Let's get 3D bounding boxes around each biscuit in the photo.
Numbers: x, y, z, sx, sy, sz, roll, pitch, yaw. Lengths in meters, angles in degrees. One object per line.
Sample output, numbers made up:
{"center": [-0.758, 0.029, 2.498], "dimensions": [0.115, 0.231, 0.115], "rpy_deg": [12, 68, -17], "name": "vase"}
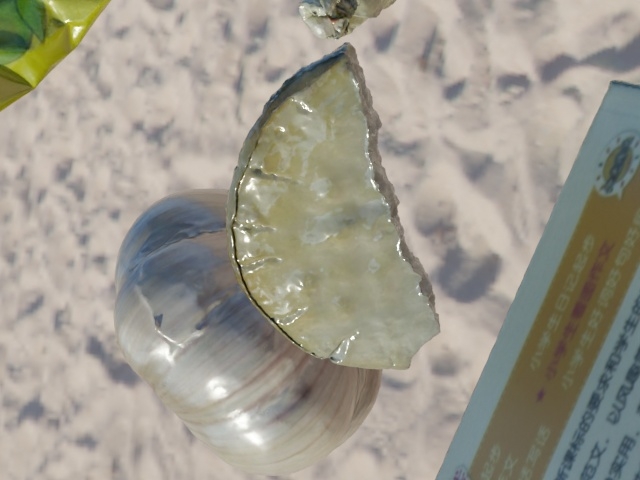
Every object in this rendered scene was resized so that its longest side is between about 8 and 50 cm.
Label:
{"center": [0.000, 0.001, 0.992], "dimensions": [0.038, 0.141, 0.290], "rpy_deg": [-99, -8, -57], "name": "biscuit"}

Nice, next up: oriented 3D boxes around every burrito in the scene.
{"center": [0.050, -0.230, 1.146], "dimensions": [0.045, 0.188, 0.058], "rpy_deg": [2, 127, 43], "name": "burrito"}

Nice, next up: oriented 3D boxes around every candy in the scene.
{"center": [-0.311, -0.208, 1.275], "dimensions": [0.297, 0.081, 0.187], "rpy_deg": [-44, 52, 0], "name": "candy"}

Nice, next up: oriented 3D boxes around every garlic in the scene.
{"center": [-0.074, 0.083, 1.288], "dimensions": [0.322, 0.322, 0.241], "rpy_deg": [16, 74, 58], "name": "garlic"}

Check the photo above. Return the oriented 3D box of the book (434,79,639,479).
{"center": [0.106, 0.074, 0.294], "dimensions": [0.208, 0.020, 0.295], "rpy_deg": [-67, 23, 4], "name": "book"}
